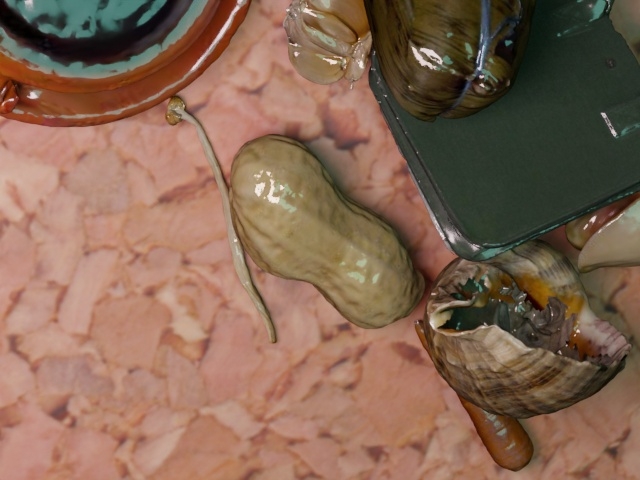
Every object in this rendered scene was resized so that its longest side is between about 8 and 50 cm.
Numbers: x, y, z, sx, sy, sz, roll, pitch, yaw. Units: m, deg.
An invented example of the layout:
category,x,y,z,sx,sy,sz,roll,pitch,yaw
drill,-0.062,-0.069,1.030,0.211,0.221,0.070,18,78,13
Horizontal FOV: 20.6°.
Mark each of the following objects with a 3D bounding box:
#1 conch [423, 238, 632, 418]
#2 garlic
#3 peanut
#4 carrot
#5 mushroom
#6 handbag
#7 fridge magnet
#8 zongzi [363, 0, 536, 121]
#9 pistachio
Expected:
category,x,y,z,sx,sy,sz,roll,pitch,yaw
conch,0.186,0.102,1.774,0.210,0.291,0.159,45,120,18
garlic,0.005,-0.209,1.719,0.094,0.074,0.113,22,105,-15
peanut,0.000,0.000,1.761,0.123,0.123,0.257,-45,116,1
carrot,0.164,0.165,1.896,0.048,0.048,0.216,-37,108,-3
mushroom,-0.093,-0.019,1.778,0.028,0.026,0.286,-20,113,8
handbag,0.202,-0.130,1.732,0.260,0.079,0.247,-25,76,-8
fridge magnet,-0.223,-0.276,1.588,0.364,0.155,0.363,-5,108,-16
zongzi,0.043,-0.301,1.622,0.360,0.160,0.323,20,69,-16
pistachio,0.350,-0.043,1.835,0.215,0.144,0.144,-23,111,-11
